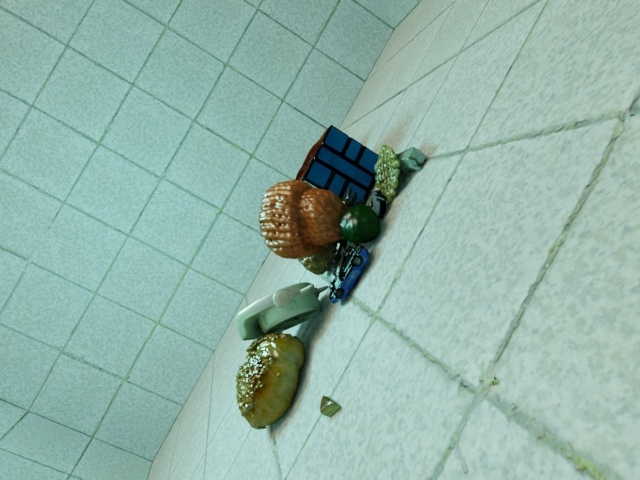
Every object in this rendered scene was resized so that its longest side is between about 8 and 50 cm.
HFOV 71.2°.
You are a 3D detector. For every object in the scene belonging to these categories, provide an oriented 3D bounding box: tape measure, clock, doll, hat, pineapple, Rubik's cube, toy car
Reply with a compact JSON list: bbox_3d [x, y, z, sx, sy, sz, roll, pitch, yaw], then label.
[{"bbox_3d":[0.193,-0.123,1.539,0.091,0.054,0.094,105,162,-45],"label":"tape measure"},{"bbox_3d":[-0.122,0.247,1.596,0.324,0.109,0.265,-31,-20,20],"label":"clock"},{"bbox_3d":[0.072,0.099,1.577,0.165,0.057,0.139,-64,15,7],"label":"doll"},{"bbox_3d":[-0.012,-0.074,1.521,0.400,0.285,0.285,-2,54,41],"label":"hat"},{"bbox_3d":[0.052,-0.034,1.728,0.365,0.165,0.165,-53,14,21],"label":"pineapple"},{"bbox_3d":[0.059,-0.266,1.916,0.284,0.288,0.293,-65,15,-15],"label":"Rubik's cube"},{"bbox_3d":[0.093,0.111,1.441,0.216,0.063,0.103,-64,11,13],"label":"toy car"}]

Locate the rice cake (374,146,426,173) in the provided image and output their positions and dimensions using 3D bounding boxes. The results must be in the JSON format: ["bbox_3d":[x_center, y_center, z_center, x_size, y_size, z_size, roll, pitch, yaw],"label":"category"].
[{"bbox_3d":[0.272,-0.271,1.577,0.063,0.066,0.336,-57,11,-3],"label":"rice cake"}]

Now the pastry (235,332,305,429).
[{"bbox_3d":[-0.184,0.449,1.493,0.284,0.184,0.316,-48,18,48],"label":"pastry"}]

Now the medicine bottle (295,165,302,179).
[{"bbox_3d":[0.030,-0.407,2.482,0.384,0.224,0.224,-42,22,52],"label":"medicine bottle"}]

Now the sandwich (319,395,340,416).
[{"bbox_3d":[0.019,0.416,1.118,0.044,0.031,0.083,-59,9,-15],"label":"sandwich"}]

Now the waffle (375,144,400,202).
[{"bbox_3d":[0.228,-0.229,1.536,0.169,0.036,0.184,-112,21,-52],"label":"waffle"}]
